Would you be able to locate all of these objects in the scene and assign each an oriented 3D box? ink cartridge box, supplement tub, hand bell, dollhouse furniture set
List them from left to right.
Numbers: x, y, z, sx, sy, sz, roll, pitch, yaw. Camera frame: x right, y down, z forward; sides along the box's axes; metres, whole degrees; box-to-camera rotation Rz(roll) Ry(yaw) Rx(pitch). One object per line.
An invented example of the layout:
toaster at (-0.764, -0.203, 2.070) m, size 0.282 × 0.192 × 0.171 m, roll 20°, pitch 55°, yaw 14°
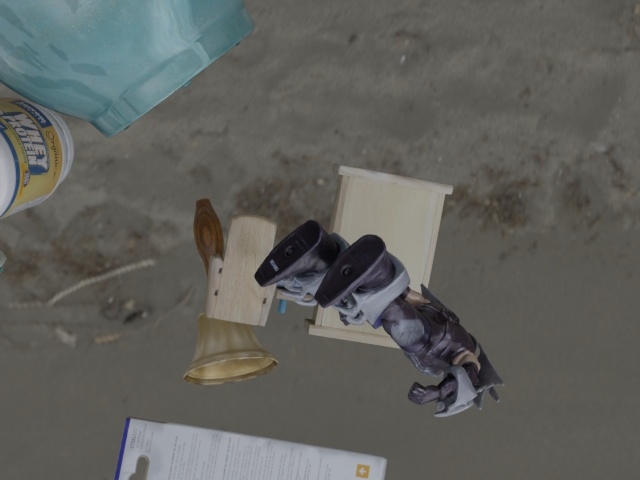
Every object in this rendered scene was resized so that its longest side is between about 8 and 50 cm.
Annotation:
supplement tub at (-0.403, -0.100, 1.606) m, size 0.144 × 0.199 × 0.144 m, roll 4°, pitch 104°, yaw 15°
hand bell at (-0.138, 0.060, 1.732) m, size 0.126 × 0.242 × 0.126 m, roll -10°, pitch 161°, yaw -3°
ink cartridge box at (-0.101, 0.358, 1.797) m, size 0.371 × 0.069 × 0.176 m, roll 8°, pitch 78°, yaw 5°
dollhouse furniture set at (0.000, 0.000, 1.629) m, size 0.286 × 0.303 × 0.198 m, roll 10°, pitch 94°, yaw -10°

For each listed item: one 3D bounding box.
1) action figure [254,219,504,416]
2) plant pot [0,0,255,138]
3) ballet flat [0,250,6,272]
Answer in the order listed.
action figure at (0.070, 0.076, 1.232) m, size 0.099 × 0.185 × 0.285 m, roll -52°, pitch 136°, yaw -1°
plant pot at (-0.183, -0.218, 1.181) m, size 0.293 × 0.293 × 0.196 m, roll -31°, pitch 102°, yaw 27°
ballet flat at (-0.538, 0.040, 1.871) m, size 0.139 × 0.400 × 0.139 m, roll -2°, pitch 104°, yaw -8°
